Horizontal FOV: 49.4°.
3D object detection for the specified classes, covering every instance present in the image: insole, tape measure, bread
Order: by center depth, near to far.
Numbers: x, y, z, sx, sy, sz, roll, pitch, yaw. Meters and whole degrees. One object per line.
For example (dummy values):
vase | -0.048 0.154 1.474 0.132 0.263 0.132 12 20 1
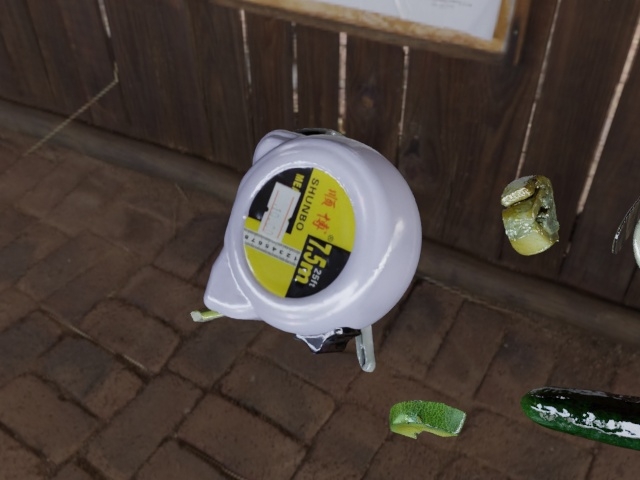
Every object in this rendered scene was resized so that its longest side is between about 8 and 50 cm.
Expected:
tape measure | 0.002 0.004 0.619 0.178 0.196 0.105 26 7 31
bread | 0.324 -0.039 1.064 0.064 0.117 0.156 -13 7 28
insole | 0.708 -0.085 1.522 0.009 0.119 0.348 23 48 33

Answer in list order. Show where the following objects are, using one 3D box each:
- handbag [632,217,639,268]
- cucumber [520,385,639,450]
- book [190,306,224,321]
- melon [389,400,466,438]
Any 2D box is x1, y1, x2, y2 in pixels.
handbag | 0.446 0.043 0.670 0.316 0.241 0.109 24 3 -17
cucumber | 0.328 0.172 0.649 0.284 0.056 0.056 -1 37 31
book | -0.103 0.128 1.525 0.352 0.239 0.035 -11 86 -14
melon | 0.252 0.452 1.748 0.118 0.209 0.064 29 58 -21
